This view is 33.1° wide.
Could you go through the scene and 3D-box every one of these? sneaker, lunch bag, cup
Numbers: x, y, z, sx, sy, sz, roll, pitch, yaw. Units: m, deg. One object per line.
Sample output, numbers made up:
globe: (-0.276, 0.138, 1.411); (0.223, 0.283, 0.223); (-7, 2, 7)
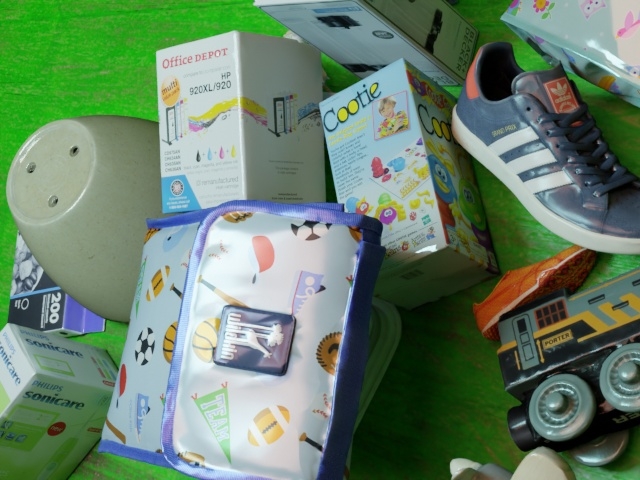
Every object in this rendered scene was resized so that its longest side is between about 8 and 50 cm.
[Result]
sneaker: (0.257, 0.051, 1.317); (0.175, 0.064, 0.067); (-36, 46, 18)
lunch bag: (0.389, -0.281, 1.276); (0.262, 0.160, 0.223); (38, 97, 44)
cup: (-0.339, -0.061, 1.655); (0.331, 0.237, 0.331); (-10, 67, 26)
sneaker: (0.287, -0.121, 1.279); (0.350, 0.131, 0.148); (43, 139, 37)
lunch bag: (-0.085, 0.129, 1.289); (0.385, 0.239, 0.327); (-3, 74, 54)

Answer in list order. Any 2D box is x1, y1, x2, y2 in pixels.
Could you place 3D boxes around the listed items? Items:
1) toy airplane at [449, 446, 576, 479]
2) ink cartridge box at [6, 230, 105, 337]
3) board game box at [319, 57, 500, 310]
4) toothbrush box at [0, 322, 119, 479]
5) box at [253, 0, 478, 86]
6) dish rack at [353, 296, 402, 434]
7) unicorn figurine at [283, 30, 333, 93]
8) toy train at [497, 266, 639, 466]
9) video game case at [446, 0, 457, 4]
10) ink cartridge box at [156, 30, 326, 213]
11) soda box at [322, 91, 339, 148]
toy airplane: (0.150, 0.429, 1.166); (0.386, 0.272, 0.384); (-23, 99, 19)
ink cartridge box: (-0.446, 0.064, 1.839); (0.208, 0.045, 0.206); (-11, 68, 32)
board game box: (0.114, -0.071, 1.411); (0.144, 0.142, 0.275); (-25, 61, 29)
toothbrush box: (-0.465, 0.287, 1.670); (0.283, 0.206, 0.122); (-51, 52, 10)
box: (0.068, -0.295, 1.431); (0.169, 0.290, 0.087); (6, 79, 36)
dish rack: (-0.070, 0.157, 1.515); (0.333, 0.072, 0.285); (28, 92, 40)
unicorn figurine: (-0.043, -0.269, 1.648); (0.111, 0.060, 0.162); (-23, 60, 26)
toy train: (0.348, 0.118, 1.185); (0.334, 0.142, 0.190); (-28, 50, 26)
video game case: (0.028, -0.401, 1.509); (0.244, 0.269, 0.061); (-1, 71, 35)
ink cartridge box: (-0.111, -0.157, 1.501); (0.171, 0.168, 0.232); (-3, 89, 41)
soda box: (-0.026, -0.182, 1.597); (0.216, 0.074, 0.069); (11, 82, 38)
